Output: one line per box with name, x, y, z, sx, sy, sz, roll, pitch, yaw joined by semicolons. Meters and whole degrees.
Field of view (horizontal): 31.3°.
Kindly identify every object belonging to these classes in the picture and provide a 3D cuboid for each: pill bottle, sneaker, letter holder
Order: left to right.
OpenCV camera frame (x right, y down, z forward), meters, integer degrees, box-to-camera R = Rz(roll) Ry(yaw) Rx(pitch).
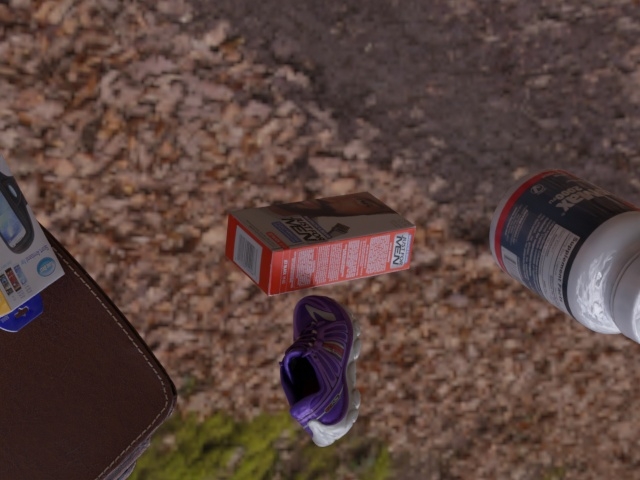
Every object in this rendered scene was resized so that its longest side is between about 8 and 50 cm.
letter holder;-0.267;0.084;0.917;0.214;0.302;0.152;-45;174;-2
sneaker;-0.005;0.104;1.037;0.068;0.170;0.071;-35;123;20
pill bottle;0.233;0.016;0.950;0.108;0.108;0.180;13;-165;-32

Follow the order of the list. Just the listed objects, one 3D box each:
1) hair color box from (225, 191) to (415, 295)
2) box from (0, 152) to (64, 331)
hair color box;0.000;0.000;1.142;0.167;0.053;0.093;-9;-150;-32
box;-0.229;-0.005;0.797;0.028;0.136;0.081;-24;-170;21
